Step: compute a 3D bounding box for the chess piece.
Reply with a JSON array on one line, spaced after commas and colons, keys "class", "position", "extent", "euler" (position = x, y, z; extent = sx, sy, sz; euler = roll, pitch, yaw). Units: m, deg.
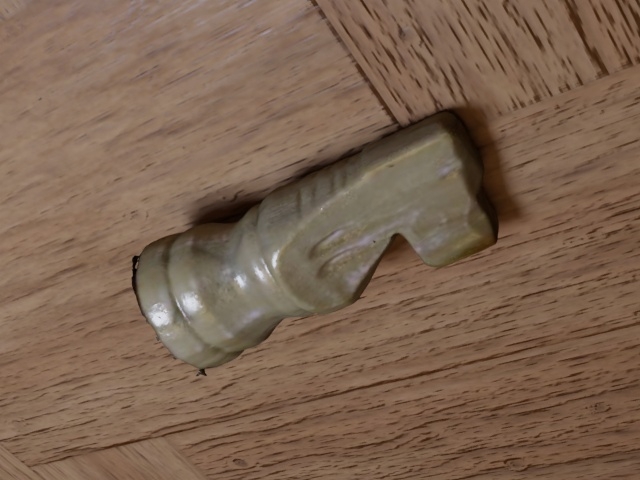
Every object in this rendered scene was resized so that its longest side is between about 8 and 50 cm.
[{"class": "chess piece", "position": [0.000, 0.000, 0.794], "extent": [0.301, 0.137, 0.137], "euler": [-26, 121, 23]}]
